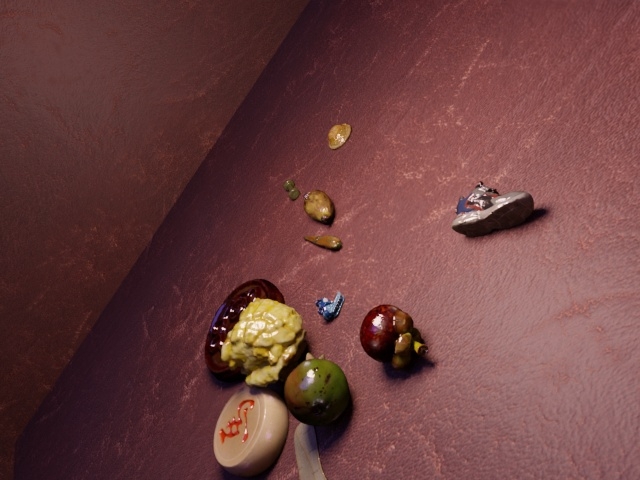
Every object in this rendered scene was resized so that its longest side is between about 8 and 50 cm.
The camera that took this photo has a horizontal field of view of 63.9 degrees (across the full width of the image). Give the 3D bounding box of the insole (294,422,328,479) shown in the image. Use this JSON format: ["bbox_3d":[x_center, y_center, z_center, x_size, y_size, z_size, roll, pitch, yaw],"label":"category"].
[{"bbox_3d":[-0.020,0.631,1.354,0.119,0.009,0.348,-43,34,19],"label":"insole"}]

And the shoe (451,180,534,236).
[{"bbox_3d":[0.440,-0.094,1.323,0.227,0.099,0.126,-23,47,46],"label":"shoe"}]

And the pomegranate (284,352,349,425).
[{"bbox_3d":[-0.012,0.398,1.417,0.181,0.181,0.224,-50,17,8],"label":"pomegranate"}]

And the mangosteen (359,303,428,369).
[{"bbox_3d":[0.195,0.243,1.323,0.181,0.156,0.146,1,30,21],"label":"mangosteen"}]

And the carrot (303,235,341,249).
[{"bbox_3d":[0.000,0.000,1.869,0.254,0.049,0.049,9,69,60],"label":"carrot"}]

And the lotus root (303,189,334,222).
[{"bbox_3d":[0.002,-0.117,1.927,0.191,0.094,0.108,50,124,48],"label":"lotus root"}]

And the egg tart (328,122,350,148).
[{"bbox_3d":[0.073,-0.446,2.161,0.128,0.049,0.129,-31,41,32],"label":"egg tart"}]

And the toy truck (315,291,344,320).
[{"bbox_3d":[0.036,0.205,1.629,0.090,0.056,0.073,-32,42,11],"label":"toy truck"}]

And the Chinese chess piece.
[{"bbox_3d":[-0.214,0.577,1.569,0.273,0.102,0.273,-33,39,32],"label":"Chinese chess piece"}]

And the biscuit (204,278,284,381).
[{"bbox_3d":[-0.297,0.323,1.916,0.407,0.091,0.408,-33,39,32],"label":"biscuit"}]

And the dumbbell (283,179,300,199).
[{"bbox_3d":[-0.126,-0.221,2.220,0.052,0.046,0.118,-53,32,14],"label":"dumbbell"}]

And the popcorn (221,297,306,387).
[{"bbox_3d":[-0.170,0.324,1.600,0.293,0.237,0.293,-63,-3,-6],"label":"popcorn"}]
